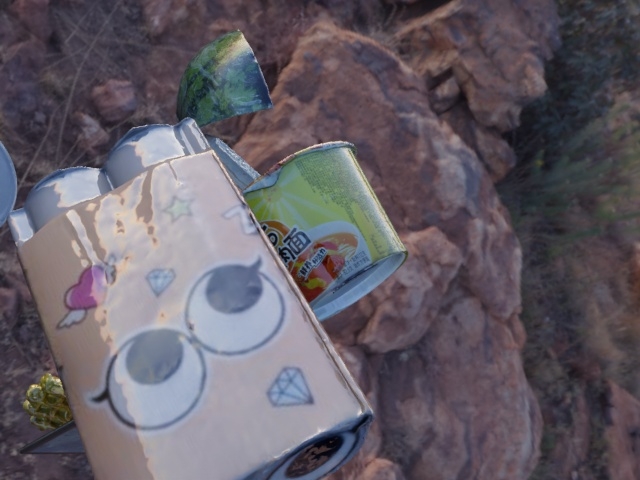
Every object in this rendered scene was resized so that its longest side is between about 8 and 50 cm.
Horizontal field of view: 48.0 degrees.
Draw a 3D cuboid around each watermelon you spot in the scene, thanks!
[{"bbox_3d":[-0.189,-0.311,1.465,0.180,0.305,0.224,27,94,-20],"label":"watermelon"}]

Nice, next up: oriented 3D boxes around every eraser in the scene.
[{"bbox_3d":[-0.105,0.054,0.513,0.291,0.171,0.087,56,-9,33],"label":"eraser"}]

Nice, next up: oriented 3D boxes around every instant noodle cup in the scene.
[{"bbox_3d":[0.000,0.000,1.136,0.264,0.264,0.200,-18,69,-48],"label":"instant noodle cup"}]

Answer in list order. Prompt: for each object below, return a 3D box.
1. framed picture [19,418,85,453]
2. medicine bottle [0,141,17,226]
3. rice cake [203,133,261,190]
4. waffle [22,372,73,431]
[{"bbox_3d":[-0.368,0.371,1.425,0.347,0.265,0.016,27,39,-56],"label":"framed picture"},{"bbox_3d":[-0.659,-0.068,1.143,0.245,0.306,0.245,26,58,-51],"label":"medicine bottle"},{"bbox_3d":[-0.164,-0.136,1.521,0.052,0.057,0.256,-52,130,-4],"label":"rice cake"},{"bbox_3d":[-0.470,0.347,1.494,0.056,0.253,0.249,-98,164,-50],"label":"waffle"}]
